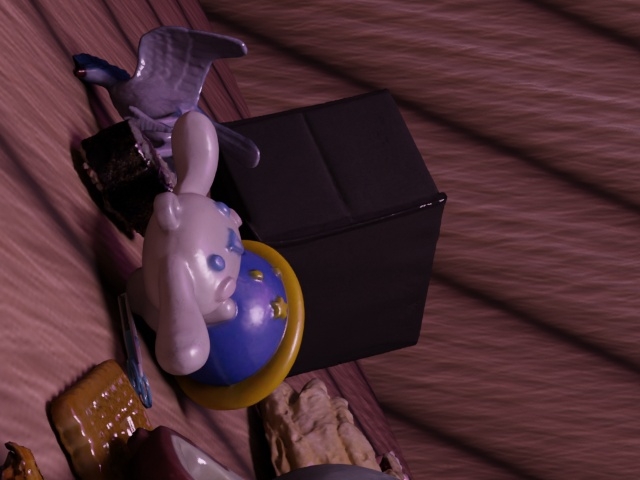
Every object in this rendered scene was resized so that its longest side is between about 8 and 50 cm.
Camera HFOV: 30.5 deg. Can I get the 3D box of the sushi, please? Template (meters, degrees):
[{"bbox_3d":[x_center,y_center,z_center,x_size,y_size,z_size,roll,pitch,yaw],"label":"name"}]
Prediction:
[{"bbox_3d":[-0.204,-0.066,1.284,0.090,0.078,0.150,62,3,35],"label":"sushi"}]

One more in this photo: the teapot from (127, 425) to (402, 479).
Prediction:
[{"bbox_3d":[-0.010,0.253,0.850,0.315,0.233,0.312,42,-7,-21],"label":"teapot"}]

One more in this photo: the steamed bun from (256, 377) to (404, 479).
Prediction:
[{"bbox_3d":[0.055,0.349,1.434,0.428,0.189,0.247,-114,-168,-60],"label":"steamed bun"}]

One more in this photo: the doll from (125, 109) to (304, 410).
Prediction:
[{"bbox_3d":[-0.127,0.029,1.217,0.242,0.159,0.311,29,48,-50],"label":"doll"}]

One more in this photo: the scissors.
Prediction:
[{"bbox_3d":[-0.180,0.102,1.122,0.058,0.014,0.119,66,6,-57],"label":"scissors"}]

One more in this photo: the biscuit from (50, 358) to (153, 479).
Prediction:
[{"bbox_3d":[-0.135,0.224,0.948,0.172,0.029,0.254,-63,129,-84],"label":"biscuit"}]

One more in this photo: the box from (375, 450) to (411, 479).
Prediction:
[{"bbox_3d":[0.070,0.384,1.705,0.151,0.135,0.151,-25,90,-86],"label":"box"}]

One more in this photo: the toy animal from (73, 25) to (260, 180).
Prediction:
[{"bbox_3d":[-0.186,-0.160,1.396,0.255,0.239,0.176,22,32,-5],"label":"toy animal"}]

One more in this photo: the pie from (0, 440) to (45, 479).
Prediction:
[{"bbox_3d":[-0.166,0.205,0.707,0.092,0.034,0.170,-76,148,-84],"label":"pie"}]

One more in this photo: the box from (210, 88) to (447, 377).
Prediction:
[{"bbox_3d":[0.000,0.001,1.558,0.345,0.251,0.204,96,-24,-54],"label":"box"}]
